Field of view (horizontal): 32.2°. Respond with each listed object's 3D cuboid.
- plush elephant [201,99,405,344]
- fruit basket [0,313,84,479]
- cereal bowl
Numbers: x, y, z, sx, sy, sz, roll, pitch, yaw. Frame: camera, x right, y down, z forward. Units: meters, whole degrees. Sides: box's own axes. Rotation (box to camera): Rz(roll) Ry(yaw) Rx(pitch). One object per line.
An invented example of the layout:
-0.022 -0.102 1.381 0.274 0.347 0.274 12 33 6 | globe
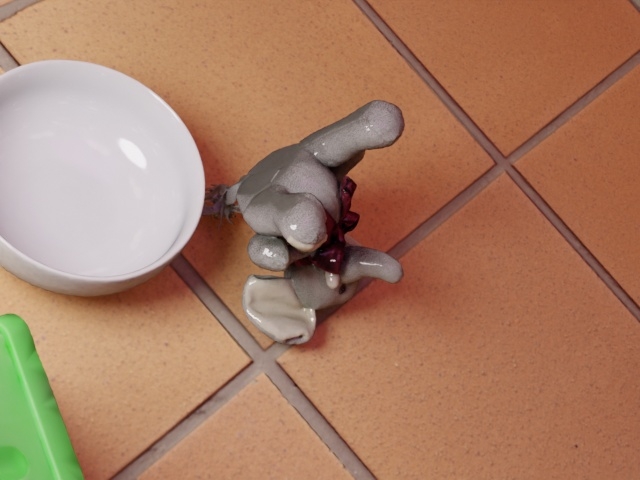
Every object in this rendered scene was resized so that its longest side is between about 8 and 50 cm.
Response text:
0.000 0.000 1.600 0.255 0.330 0.272 52 49 -23 | plush elephant
-0.419 0.244 1.204 0.392 0.392 0.283 -13 70 -34 | fruit basket
-0.335 -0.069 1.511 0.339 0.141 0.339 14 56 -22 | cereal bowl
